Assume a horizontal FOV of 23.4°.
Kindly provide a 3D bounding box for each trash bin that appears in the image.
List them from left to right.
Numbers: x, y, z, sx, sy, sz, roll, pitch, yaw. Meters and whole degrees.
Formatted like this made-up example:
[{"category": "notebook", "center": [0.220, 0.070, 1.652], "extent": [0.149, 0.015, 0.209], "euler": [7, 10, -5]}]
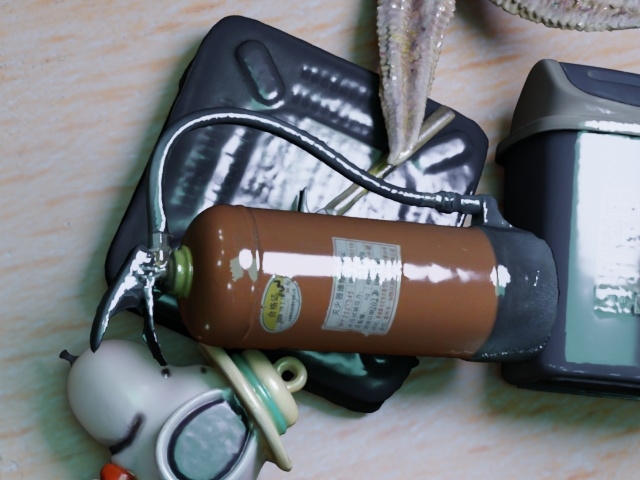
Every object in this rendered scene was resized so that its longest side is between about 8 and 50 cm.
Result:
[{"category": "trash bin", "center": [0.263, -0.009, 1.374], "extent": [0.209, 0.182, 0.290], "euler": [8, 79, -13]}]

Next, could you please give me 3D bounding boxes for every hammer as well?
[{"category": "hammer", "center": [0.049, -0.062, 1.335], "extent": [0.182, 0.017, 0.062], "euler": [-42, 89, -23]}]

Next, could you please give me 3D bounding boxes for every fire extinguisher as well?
[{"category": "fire extinguisher", "center": [-0.003, 0.007, 1.247], "extent": [0.376, 0.113, 0.200], "euler": [3, 56, -22]}]

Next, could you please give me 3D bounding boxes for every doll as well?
[{"category": "doll", "center": [-0.133, 0.206, 1.243], "extent": [0.208, 0.144, 0.271], "euler": [9, 69, 9]}]

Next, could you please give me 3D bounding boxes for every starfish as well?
[{"category": "starfish", "center": [0.116, -0.281, 1.404], "extent": [0.398, 0.132, 0.384], "euler": [-19, 56, -16]}]

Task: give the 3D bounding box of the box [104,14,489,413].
[{"category": "box", "center": [-0.015, -0.028, 1.356], "extent": [0.289, 0.073, 0.290], "euler": [25, 71, -7]}]
